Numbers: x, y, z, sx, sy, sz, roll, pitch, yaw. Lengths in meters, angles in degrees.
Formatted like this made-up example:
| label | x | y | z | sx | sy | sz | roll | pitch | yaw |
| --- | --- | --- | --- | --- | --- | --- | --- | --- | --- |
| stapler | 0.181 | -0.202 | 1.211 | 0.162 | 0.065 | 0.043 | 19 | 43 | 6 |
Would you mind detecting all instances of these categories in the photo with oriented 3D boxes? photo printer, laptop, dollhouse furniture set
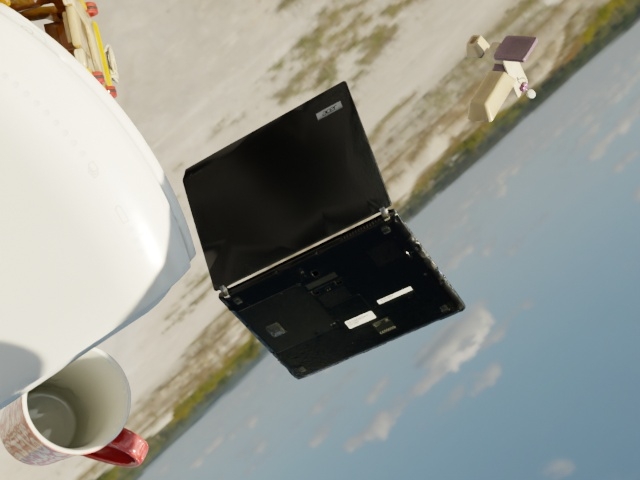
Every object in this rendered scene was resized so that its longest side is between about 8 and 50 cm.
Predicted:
| label | x | y | z | sx | sy | sz | roll | pitch | yaw |
| --- | --- | --- | --- | --- | --- | --- | --- | --- | --- |
| photo printer | -0.267 | -0.004 | 0.660 | 0.307 | 0.256 | 0.107 | -32 | -164 | 10 |
| laptop | 0.000 | 0.000 | 1.019 | 0.234 | 0.264 | 0.137 | -26 | -146 | 21 |
| dollhouse furniture set | 0.199 | -0.169 | 1.020 | 0.091 | 0.081 | 0.114 | 15 | -116 | 41 |

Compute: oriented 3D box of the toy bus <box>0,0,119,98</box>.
| label | x | y | z | sx | sy | sz | roll | pitch | yaw |
| --- | --- | --- | --- | --- | --- | --- | --- | --- | --- |
| toy bus | -0.262 | -0.182 | 0.845 | 0.104 | 0.191 | 0.202 | -12 | 138 | -6 |

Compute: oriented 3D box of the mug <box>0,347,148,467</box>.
| label | x | y | z | sx | sy | sz | roll | pitch | yaw |
| --- | --- | --- | --- | --- | --- | --- | --- | --- | --- |
| mug | -0.279 | 0.205 | 0.962 | 0.113 | 0.150 | 0.169 | -27 | 176 | -37 |
